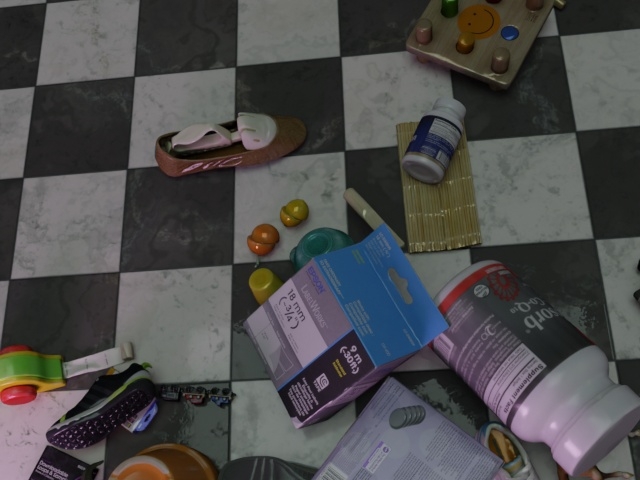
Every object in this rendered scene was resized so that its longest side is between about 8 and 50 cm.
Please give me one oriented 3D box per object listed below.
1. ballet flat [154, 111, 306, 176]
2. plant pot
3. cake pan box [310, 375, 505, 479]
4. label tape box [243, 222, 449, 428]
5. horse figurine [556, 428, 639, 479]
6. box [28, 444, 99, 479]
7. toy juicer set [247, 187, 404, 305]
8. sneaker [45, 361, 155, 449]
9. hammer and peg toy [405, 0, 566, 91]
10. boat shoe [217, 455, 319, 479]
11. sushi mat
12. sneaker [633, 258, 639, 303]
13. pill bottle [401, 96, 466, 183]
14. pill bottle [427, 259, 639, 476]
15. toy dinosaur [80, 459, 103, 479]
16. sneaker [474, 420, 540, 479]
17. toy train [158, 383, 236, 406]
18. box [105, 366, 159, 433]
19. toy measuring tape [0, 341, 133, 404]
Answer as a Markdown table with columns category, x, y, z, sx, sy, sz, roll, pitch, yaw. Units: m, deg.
| category | x | y | z | sx | sy | sz | roll | pitch | yaw |
| --- | --- | --- | --- | --- | --- | --- | --- | --- | --- |
| ballet flat | -0.204 | -0.224 | 1.701 | 0.342 | 0.124 | 0.116 | -9 | 68 | 4 |
| plant pot | -0.295 | 0.462 | 1.401 | 0.205 | 0.188 | 0.205 | -3 | 68 | 6 |
| cake pan box | 0.139 | 0.410 | 1.326 | 0.245 | 0.070 | 0.267 | 33 | 72 | 21 |
| label tape box | 0.034 | 0.156 | 1.436 | 0.333 | 0.106 | 0.241 | -43 | 64 | 28 |
| horse figurine | 0.488 | 0.362 | 1.404 | 0.174 | 0.066 | 0.263 | 16 | 70 | 12 |
| box | -0.518 | 0.494 | 1.504 | 0.116 | 0.029 | 0.162 | 19 | 71 | 14 |
| toy juicer set | 0.000 | 0.000 | 1.611 | 0.329 | 0.089 | 0.209 | -20 | 54 | 8 |
| sneaker | -0.427 | 0.320 | 1.522 | 0.234 | 0.084 | 0.097 | -29 | 44 | -5 |
| hammer and peg toy | 0.386 | -0.524 | 1.741 | 0.266 | 0.127 | 0.361 | 27 | 74 | 17 |
| boat shoe | -0.031 | 0.466 | 1.420 | 0.320 | 0.103 | 0.118 | 1 | 66 | 12 |
| sushi mat | 0.248 | -0.123 | 1.657 | 0.151 | 0.019 | 0.317 | -6 | 67 | 6 |
| sneaker | 0.652 | 0.126 | 1.474 | 0.106 | 0.078 | 0.234 | -2 | 64 | 10 |
| pill bottle | 0.243 | -0.213 | 1.632 | 0.094 | 0.094 | 0.169 | 22 | 72 | 15 |
| pill bottle | 0.367 | 0.218 | 1.365 | 0.210 | 0.210 | 0.363 | -39 | 56 | -8 |
| toy dinosaur | -0.446 | 0.548 | 1.397 | 0.160 | 0.121 | 0.313 | 6 | 35 | 21 |
| sneaker | 0.349 | 0.430 | 1.380 | 0.087 | 0.092 | 0.229 | -29 | 69 | -7 |
| toy train | -0.246 | 0.308 | 1.544 | 0.158 | 0.027 | 0.036 | 2 | 72 | 9 |
| box | -0.389 | 0.325 | 1.557 | 0.136 | 0.028 | 0.081 | 31 | 75 | 15 |
| toy measuring tape | -0.550 | 0.253 | 1.560 | 0.330 | 0.121 | 0.121 | -15 | 67 | 1 |
